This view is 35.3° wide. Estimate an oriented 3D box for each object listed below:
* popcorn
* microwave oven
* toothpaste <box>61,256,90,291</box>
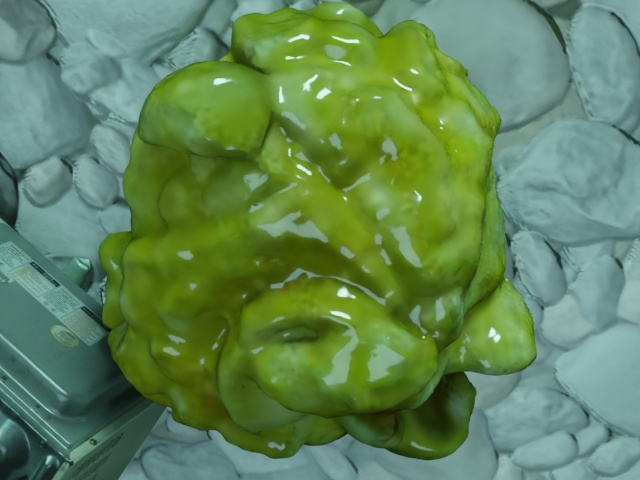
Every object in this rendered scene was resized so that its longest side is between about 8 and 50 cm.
[{"bbox_3d":[0.000,0.000,0.575,0.241,0.235,0.250,0,136,-15],"label":"popcorn"},{"bbox_3d":[-0.244,0.089,0.672,0.240,0.145,0.194,40,120,9],"label":"microwave oven"},{"bbox_3d":[-0.226,0.086,0.759,0.049,0.031,0.204,43,116,9],"label":"toothpaste"}]
